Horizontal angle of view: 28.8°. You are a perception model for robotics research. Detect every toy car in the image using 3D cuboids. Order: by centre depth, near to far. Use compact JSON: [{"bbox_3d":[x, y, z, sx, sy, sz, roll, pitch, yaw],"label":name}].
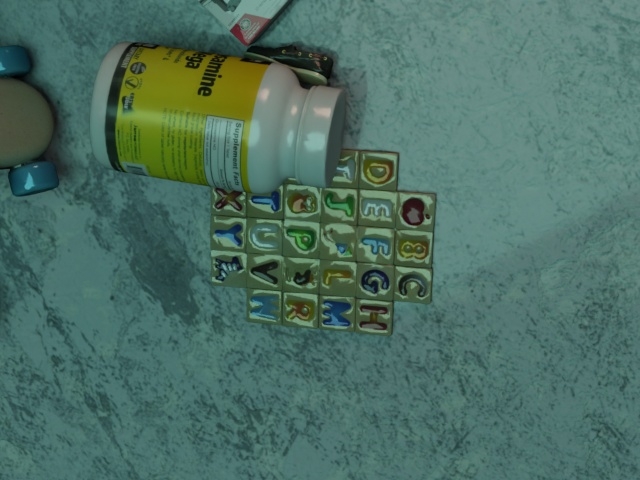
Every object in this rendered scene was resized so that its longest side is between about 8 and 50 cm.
[{"bbox_3d":[-0.544,-0.155,1.882,0.238,0.210,0.219,-14,90,44],"label":"toy car"}]

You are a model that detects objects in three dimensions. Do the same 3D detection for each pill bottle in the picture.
[{"bbox_3d":[-0.141,-0.169,1.765,0.334,0.188,0.187,9,107,8],"label":"pill bottle"}]

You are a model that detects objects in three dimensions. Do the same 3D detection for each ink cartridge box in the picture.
[{"bbox_3d":[-0.119,-0.367,1.768,0.150,0.063,0.109,43,109,-3],"label":"ink cartridge box"}]

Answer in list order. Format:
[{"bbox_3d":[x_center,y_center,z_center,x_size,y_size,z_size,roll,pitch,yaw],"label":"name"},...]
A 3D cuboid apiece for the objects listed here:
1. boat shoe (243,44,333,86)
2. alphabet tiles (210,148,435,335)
[{"bbox_3d":[-0.046,-0.258,1.798,0.133,0.049,0.042,16,75,16],"label":"boat shoe"},{"bbox_3d":[0.000,0.000,1.877,0.343,0.011,0.285,5,106,10],"label":"alphabet tiles"}]
